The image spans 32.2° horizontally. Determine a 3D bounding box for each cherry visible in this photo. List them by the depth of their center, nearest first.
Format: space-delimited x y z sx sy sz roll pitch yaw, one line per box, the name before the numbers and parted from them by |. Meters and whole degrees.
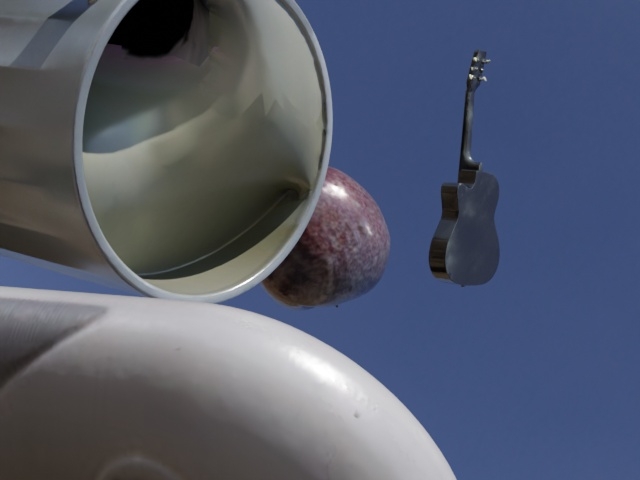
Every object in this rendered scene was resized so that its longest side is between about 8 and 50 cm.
cherry | 0.003 -0.003 1.295 0.140 0.176 0.176 19 -40 58

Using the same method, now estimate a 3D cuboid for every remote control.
remote control | -0.091 0.119 0.502 0.332 0.103 0.221 4 -59 25

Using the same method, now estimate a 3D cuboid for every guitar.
guitar | 0.149 -0.070 1.092 0.025 0.088 0.233 8 -86 45

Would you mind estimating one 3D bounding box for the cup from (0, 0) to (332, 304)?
cup | -0.200 -0.125 0.815 0.326 0.237 0.323 14 -41 41
